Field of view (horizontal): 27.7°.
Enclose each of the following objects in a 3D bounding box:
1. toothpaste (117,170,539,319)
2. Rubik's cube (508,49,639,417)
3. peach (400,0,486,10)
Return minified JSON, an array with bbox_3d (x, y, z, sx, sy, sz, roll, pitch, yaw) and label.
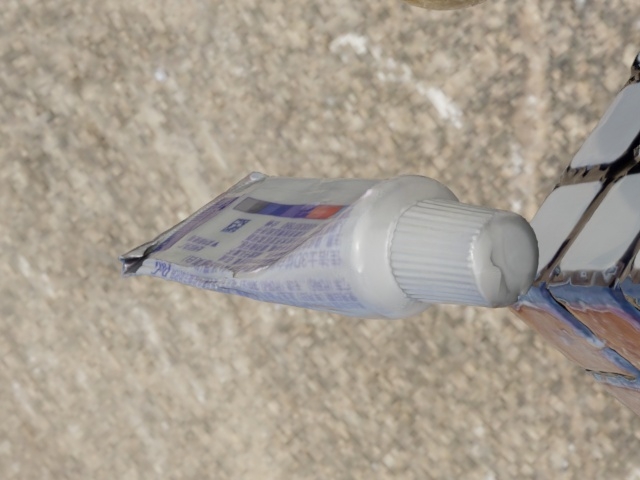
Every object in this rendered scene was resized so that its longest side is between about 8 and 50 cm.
[{"bbox_3d":[-0.002,0.000,0.658,0.282,0.099,0.069,5,96,55],"label":"toothpaste"},{"bbox_3d":[0.361,-0.003,0.696,0.344,0.337,0.343,40,168,-14],"label":"Rubik's cube"},{"bbox_3d":[0.118,-0.284,0.935,0.153,0.251,0.251,27,144,0],"label":"peach"}]
